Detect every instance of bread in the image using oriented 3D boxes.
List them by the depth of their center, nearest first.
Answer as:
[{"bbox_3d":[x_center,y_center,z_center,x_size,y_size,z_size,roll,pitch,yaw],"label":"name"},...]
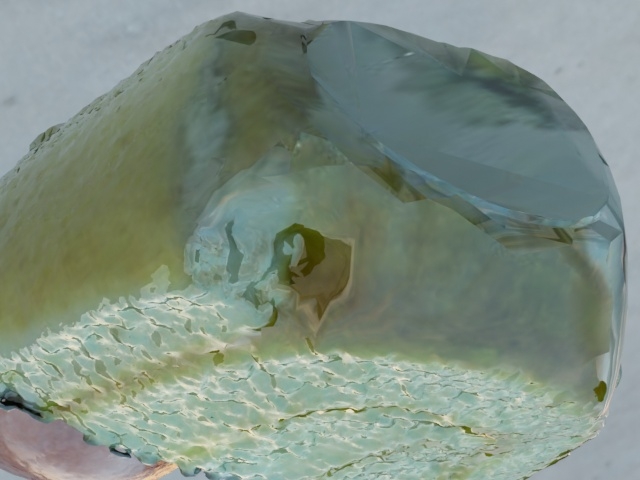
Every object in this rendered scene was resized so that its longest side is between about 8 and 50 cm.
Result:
[{"bbox_3d":[-0.006,-0.004,0.873,0.395,0.239,0.264,12,143,-22],"label":"bread"}]

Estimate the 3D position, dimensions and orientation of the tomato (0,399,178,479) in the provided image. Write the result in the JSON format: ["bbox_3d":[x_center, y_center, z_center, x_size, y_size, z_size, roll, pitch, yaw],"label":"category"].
[{"bbox_3d":[-0.185,0.075,1.133,0.265,0.265,0.265,-30,158,-14],"label":"tomato"}]

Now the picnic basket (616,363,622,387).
[{"bbox_3d":[0.125,0.075,1.476,0.313,0.228,0.175,-13,-167,-8],"label":"picnic basket"}]
